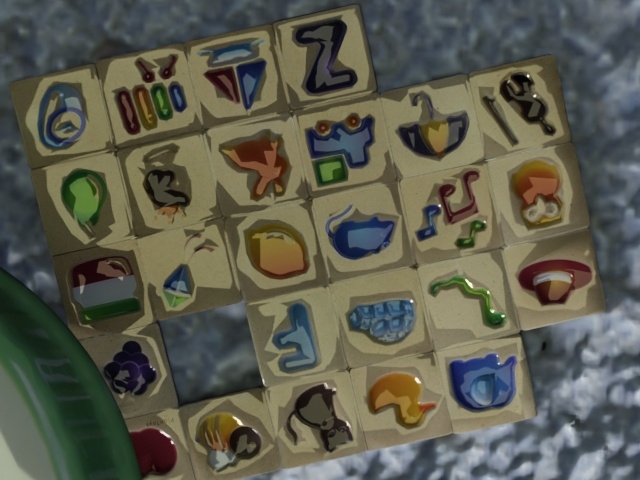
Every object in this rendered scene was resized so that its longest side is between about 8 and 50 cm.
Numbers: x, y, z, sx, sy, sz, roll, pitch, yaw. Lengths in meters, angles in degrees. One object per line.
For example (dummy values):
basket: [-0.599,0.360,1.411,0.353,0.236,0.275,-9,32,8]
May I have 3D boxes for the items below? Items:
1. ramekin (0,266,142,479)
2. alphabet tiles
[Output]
ramekin: [-0.221,0.129,0.758,0.303,0.148,0.303,0,83,-4]
alphabet tiles: [0.000,0.000,0.845,0.237,0.009,0.198,-12,98,2]
